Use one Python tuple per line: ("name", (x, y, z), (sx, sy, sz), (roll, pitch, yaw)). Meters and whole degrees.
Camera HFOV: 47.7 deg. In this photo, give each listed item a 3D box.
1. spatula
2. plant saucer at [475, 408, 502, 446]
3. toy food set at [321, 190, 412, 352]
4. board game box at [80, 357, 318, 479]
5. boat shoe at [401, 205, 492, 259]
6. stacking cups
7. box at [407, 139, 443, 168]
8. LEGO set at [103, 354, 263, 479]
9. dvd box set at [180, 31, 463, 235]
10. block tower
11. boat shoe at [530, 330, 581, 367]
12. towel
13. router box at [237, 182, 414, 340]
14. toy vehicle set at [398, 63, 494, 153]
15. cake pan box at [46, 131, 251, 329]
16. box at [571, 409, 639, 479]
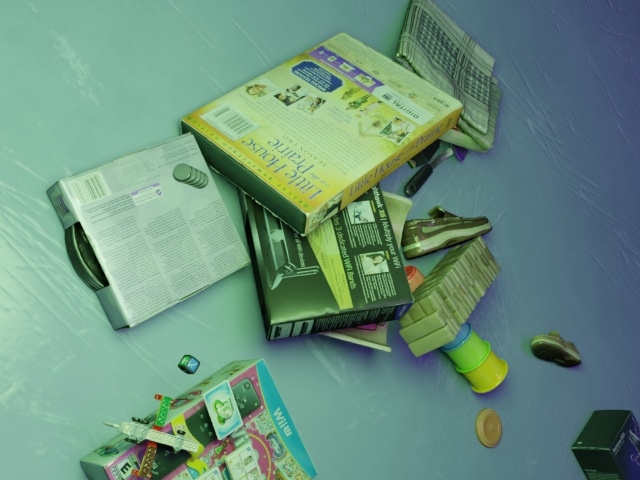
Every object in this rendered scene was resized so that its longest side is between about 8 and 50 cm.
("spatula", (0.267, -0.179, 1.654), (0.296, 0.030, 0.084), (-44, 109, -37))
("plant saucer", (0.374, 0.414, 1.600), (0.083, 0.013, 0.083), (10, 73, -37))
("toy food set", (0.047, 0.035, 1.330), (0.219, 0.092, 0.306), (15, 68, -8))
("board game box", (-0.176, 0.353, 1.122), (0.303, 0.097, 0.224), (-31, 99, -40))
("boat shoe", (0.277, -0.034, 1.587), (0.257, 0.095, 0.095), (-14, 82, -40))
("stacking cups", (0.263, 0.188, 1.528), (0.316, 0.096, 0.096), (46, 55, -16))
("box", (0.222, -0.213, 1.614), (0.062, 0.052, 0.083), (50, 52, -17))
("LEGO set", (-0.193, 0.296, 1.046), (0.182, 0.060, 0.244), (-27, 104, -43))
("dvd box set", (0.010, -0.210, 1.293), (0.307, 0.062, 0.420), (37, 55, 23))
("block tower", (0.259, 0.098, 1.431), (0.091, 0.097, 0.335), (56, 35, -4))
("boat shoe", (0.569, 0.255, 1.773), (0.190, 0.068, 0.072), (29, 49, -41))
("towel", (0.311, -0.402, 1.675), (0.324, 0.056, 0.312), (40, 41, -21))
("router box", (0.000, 0.000, 1.246), (0.243, 0.081, 0.309), (-7, 64, -12))
("toy vehicle set", (0.285, -0.300, 1.651), (0.267, 0.035, 0.166), (8, 58, -44))
("cake pan box", (-0.269, -0.018, 1.161), (0.267, 0.070, 0.246), (-30, 96, -40))
("box", (0.737, 0.548, 1.796), (0.153, 0.108, 0.207), (-38, 104, -38))
